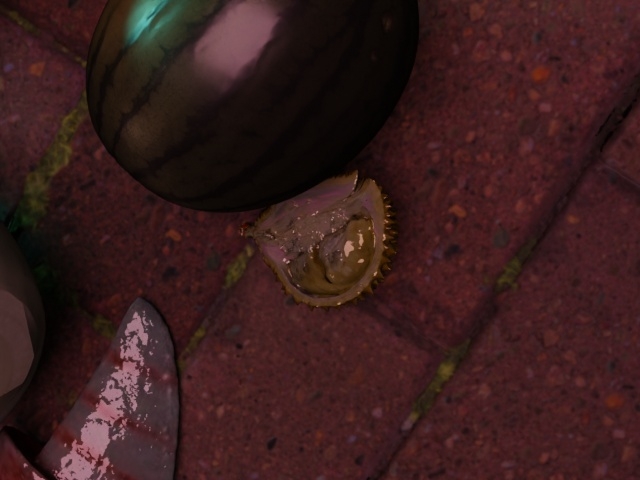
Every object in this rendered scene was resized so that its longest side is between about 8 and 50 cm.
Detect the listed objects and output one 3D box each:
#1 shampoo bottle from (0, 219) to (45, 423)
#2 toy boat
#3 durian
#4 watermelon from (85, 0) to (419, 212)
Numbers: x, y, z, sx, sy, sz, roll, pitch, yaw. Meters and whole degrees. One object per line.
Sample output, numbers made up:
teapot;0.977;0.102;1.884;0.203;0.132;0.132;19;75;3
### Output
shampoo bottle;-0.457;0.075;1.133;0.317;0.322;0.322;35;101;27
toy boat;-0.234;0.207;1.240;0.206;0.096;0.282;31;87;1
durian;0.000;0.000;1.166;0.208;0.102;0.146;2;93;34
watermelon;-0.055;-0.188;1.059;0.359;0.279;0.279;-43;86;16
